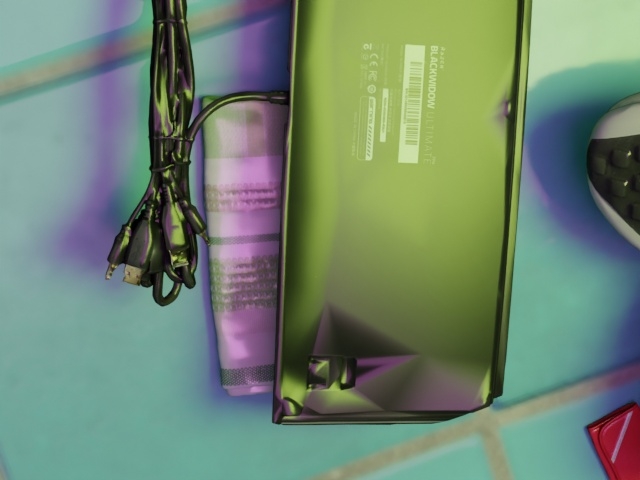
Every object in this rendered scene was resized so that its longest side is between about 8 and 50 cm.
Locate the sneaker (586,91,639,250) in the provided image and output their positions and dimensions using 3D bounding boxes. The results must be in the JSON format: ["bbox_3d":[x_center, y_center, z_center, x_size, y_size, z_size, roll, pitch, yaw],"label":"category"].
[{"bbox_3d":[0.274,-0.036,0.685,0.292,0.118,0.110,4,119,-3],"label":"sneaker"}]

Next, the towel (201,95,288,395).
[{"bbox_3d":[0.000,0.000,0.683,0.113,0.023,0.152,-6,102,-10],"label":"towel"}]

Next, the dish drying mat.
[{"bbox_3d":[0.176,0.130,0.749,0.032,0.008,0.083,-29,105,-5],"label":"dish drying mat"}]

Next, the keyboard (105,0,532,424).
[{"bbox_3d":[0.002,-0.067,0.649,0.201,0.033,0.317,2,95,-16],"label":"keyboard"}]
